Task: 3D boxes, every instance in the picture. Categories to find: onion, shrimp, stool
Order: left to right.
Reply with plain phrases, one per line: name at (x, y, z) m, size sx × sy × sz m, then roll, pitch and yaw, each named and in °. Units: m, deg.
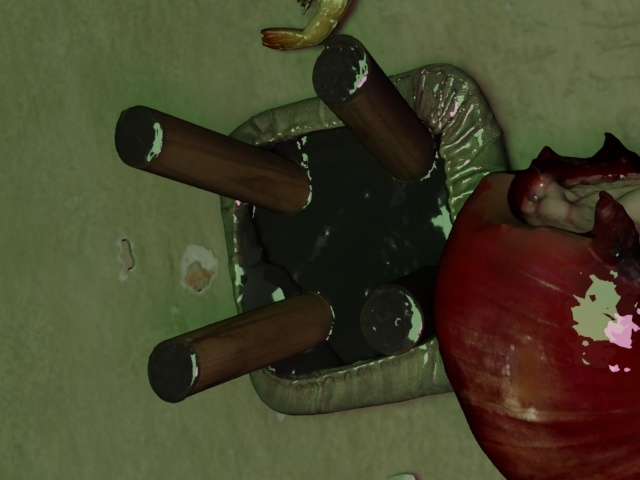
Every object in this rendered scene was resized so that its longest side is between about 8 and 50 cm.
shrimp at (-0.044, -0.258, 1.520) m, size 0.178 × 0.034 × 0.124 m, roll 28°, pitch 108°, yaw 22°
stool at (0.000, 0.000, 1.377) m, size 0.310 × 0.226 × 0.310 m, roll -15°, pitch 81°, yaw 29°
onion at (0.266, 0.080, 1.174) m, size 0.341 × 0.341 × 0.341 m, roll -1°, pitch 88°, yaw 29°

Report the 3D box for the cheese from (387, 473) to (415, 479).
cheese at (0.083, 0.281, 1.432) m, size 0.067 × 0.026 × 0.120 m, roll -11°, pitch 83°, yaw 29°
